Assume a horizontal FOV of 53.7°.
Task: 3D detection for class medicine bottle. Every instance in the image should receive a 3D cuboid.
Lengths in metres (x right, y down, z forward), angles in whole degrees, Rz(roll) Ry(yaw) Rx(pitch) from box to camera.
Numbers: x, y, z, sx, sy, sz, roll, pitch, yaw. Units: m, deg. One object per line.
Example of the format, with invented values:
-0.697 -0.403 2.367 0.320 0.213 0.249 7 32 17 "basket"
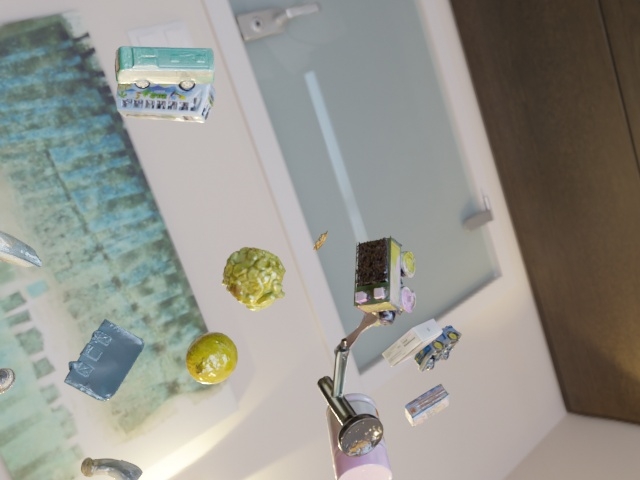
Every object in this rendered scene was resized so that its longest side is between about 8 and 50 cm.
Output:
0.135 0.739 2.299 0.202 0.202 0.315 -18 -144 6 "medicine bottle"

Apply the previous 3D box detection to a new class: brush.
0.168 0.298 2.209 0.313 0.067 0.072 -48 -140 -3 "brush"

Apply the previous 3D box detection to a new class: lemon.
-0.361 0.390 2.088 0.174 0.173 0.206 -17 -174 9 "lemon"

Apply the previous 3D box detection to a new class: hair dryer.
0.067 0.504 2.089 0.156 0.284 0.320 -20 -141 -16 "hair dryer"

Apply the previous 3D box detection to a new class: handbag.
-0.699 0.386 2.038 0.062 0.179 0.229 -42 -160 53 "handbag"

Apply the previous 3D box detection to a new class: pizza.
0.000 0.000 2.057 0.016 0.037 0.083 24 -113 24 "pizza"

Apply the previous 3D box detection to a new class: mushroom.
-0.771 0.850 2.333 0.081 0.223 0.092 -42 -151 47 "mushroom"

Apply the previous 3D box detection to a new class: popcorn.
-0.224 0.134 2.136 0.217 0.235 0.181 -47 169 20 "popcorn"

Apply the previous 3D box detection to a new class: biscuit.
-0.976 0.006 1.875 0.309 0.186 0.079 11 -110 30 "biscuit"

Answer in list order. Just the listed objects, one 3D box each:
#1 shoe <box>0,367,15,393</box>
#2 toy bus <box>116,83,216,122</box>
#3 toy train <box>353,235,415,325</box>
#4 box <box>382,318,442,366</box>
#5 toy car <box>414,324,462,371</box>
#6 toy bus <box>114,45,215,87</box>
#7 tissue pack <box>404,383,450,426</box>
-1.090 0.464 2.045 0.180 0.089 0.092 -29 156 -14 "shoe"
-0.536 -0.489 2.190 0.330 0.135 0.109 4 167 6 "toy bus"
0.192 0.111 1.851 0.134 0.260 0.177 -11 151 29 "toy train"
0.258 0.286 1.763 0.130 0.051 0.129 -46 160 30 "box"
0.363 0.333 2.018 0.191 0.097 0.100 -20 -129 -43 "toy car"
-0.414 -0.468 1.689 0.262 0.091 0.109 -5 171 -16 "toy bus"
0.368 0.569 2.180 0.155 0.115 0.065 -28 -123 -9 "tissue pack"
